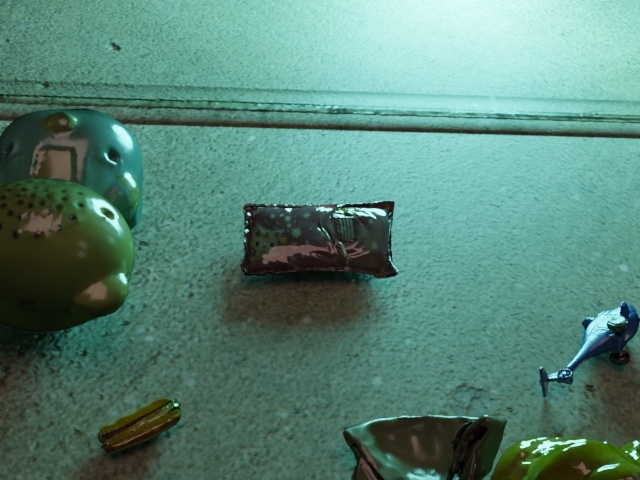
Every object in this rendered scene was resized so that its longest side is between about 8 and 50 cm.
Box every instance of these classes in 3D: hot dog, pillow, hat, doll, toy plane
[{"bbox_3d":[-0.166,0.173,0.822,0.083,0.021,0.037,-20,40,-26],"label":"hot dog"},{"bbox_3d":[0.000,0.000,1.019,0.184,0.043,0.118,0,50,-5],"label":"pillow"},{"bbox_3d":[0.090,0.230,0.780,0.147,0.085,0.175,-6,56,33],"label":"hat"},{"bbox_3d":[-0.273,-0.018,0.908,0.176,0.162,0.261,5,41,-6],"label":"doll"},{"bbox_3d":[0.291,0.112,0.945,0.062,0.054,0.167,14,35,44],"label":"toy plane"}]

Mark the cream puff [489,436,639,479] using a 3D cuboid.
[{"bbox_3d":[0.242,0.244,0.707,0.194,0.195,0.221,-24,56,-30],"label":"cream puff"}]
